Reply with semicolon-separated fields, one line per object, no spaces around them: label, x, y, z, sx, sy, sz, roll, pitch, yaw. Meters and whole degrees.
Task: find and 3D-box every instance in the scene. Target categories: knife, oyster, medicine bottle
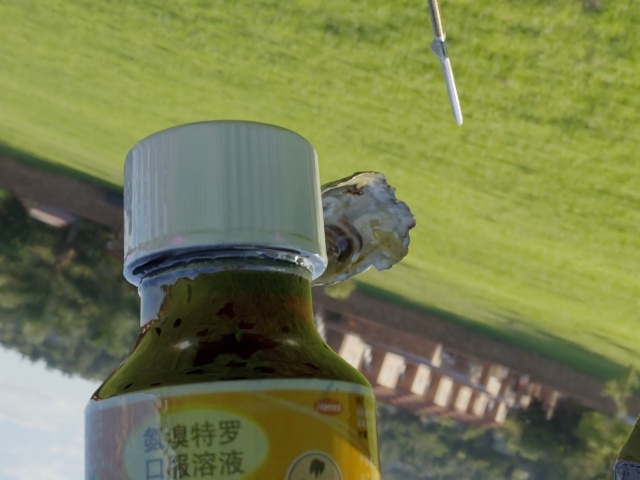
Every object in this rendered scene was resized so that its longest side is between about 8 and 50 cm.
knife;0.141;-0.222;1.319;0.022;0.046;0.256;-15;144;6
oyster;-0.014;-0.004;1.305;0.161;0.233;0.107;51;-169;-36
medicine bottle;-0.081;0.109;0.918;0.243;0.395;0.242;-8;163;-3

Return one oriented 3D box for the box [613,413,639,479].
box;0.400;0.198;1.033;0.190;0.297;0.225;8;127;28
